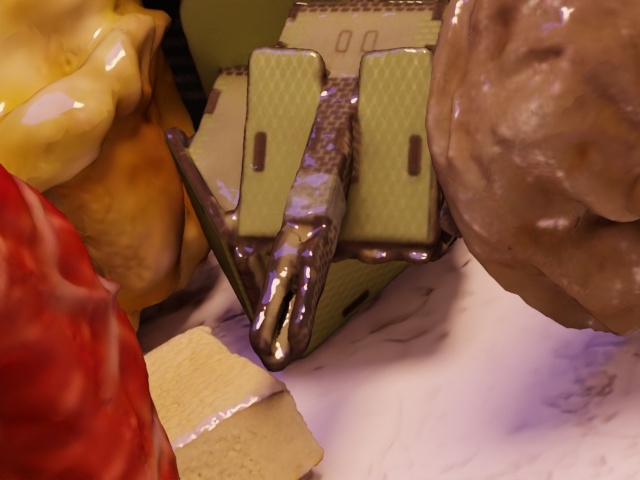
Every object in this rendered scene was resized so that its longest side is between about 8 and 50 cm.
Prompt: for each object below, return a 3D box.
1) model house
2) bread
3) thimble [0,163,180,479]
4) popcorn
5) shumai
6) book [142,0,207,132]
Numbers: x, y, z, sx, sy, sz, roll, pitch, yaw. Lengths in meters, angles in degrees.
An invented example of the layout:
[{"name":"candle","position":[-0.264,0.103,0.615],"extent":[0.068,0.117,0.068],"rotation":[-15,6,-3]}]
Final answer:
[{"name":"model house","position":[0.000,0.000,0.852],"extent":[0.205,0.218,0.279],"rotation":[-1,51,16]},{"name":"bread","position":[-0.108,0.130,0.777],"extent":[0.188,0.068,0.125],"rotation":[-32,25,-16]},{"name":"thimble","position":[-0.203,0.143,0.526],"extent":[0.230,0.350,0.350],"rotation":[-11,27,22]},{"name":"popcorn","position":[-0.245,-0.040,0.954],"extent":[0.349,0.349,0.382],"rotation":[-13,36,23]},{"name":"shumai","position":[0.234,-0.101,0.677],"extent":[0.262,0.267,0.314],"rotation":[-1,47,45]},{"name":"book","position":[-0.101,-0.172,1.036],"extent":[0.260,0.371,0.043],"rotation":[7,57,49]}]
